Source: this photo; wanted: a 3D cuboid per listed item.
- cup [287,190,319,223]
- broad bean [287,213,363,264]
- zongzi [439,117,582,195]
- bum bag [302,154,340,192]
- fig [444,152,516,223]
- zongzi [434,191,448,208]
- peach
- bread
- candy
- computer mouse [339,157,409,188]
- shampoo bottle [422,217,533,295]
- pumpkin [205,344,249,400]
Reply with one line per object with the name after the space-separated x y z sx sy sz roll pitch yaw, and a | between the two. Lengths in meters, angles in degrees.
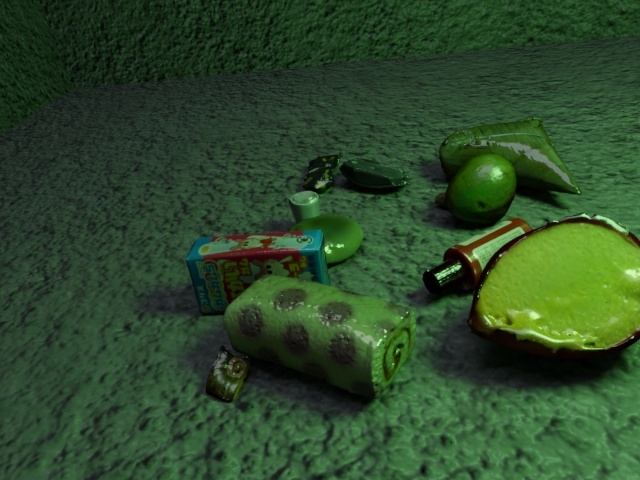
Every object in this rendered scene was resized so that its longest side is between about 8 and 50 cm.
-0.047 -0.077 1.513 0.104 0.116 0.074 21 44 37 | cup
0.000 0.000 1.411 0.228 0.100 0.169 -5 39 -17 | broad bean
0.520 -0.202 1.551 0.323 0.159 0.360 -12 39 6 | zongzi
0.002 -0.219 1.776 0.107 0.060 0.232 -9 29 17 | bum bag
0.416 -0.130 1.434 0.191 0.181 0.181 -23 34 -9 | fig
0.375 -0.111 1.548 0.083 0.040 0.076 -14 35 -41 | zongzi
0.445 0.106 1.041 0.362 0.201 0.257 -23 72 3 | peach
-0.004 0.171 1.079 0.339 0.155 0.187 10 33 28 | bread
-0.138 0.073 1.259 0.306 0.157 0.100 -3 29 8 | candy
0.164 -0.193 1.690 0.231 0.071 0.126 18 26 21 | computer mouse
0.353 0.043 1.238 0.278 0.104 0.104 -23 35 -22 | shampoo bottle
-0.182 0.265 1.088 0.073 0.035 0.101 12 62 20 | pumpkin
